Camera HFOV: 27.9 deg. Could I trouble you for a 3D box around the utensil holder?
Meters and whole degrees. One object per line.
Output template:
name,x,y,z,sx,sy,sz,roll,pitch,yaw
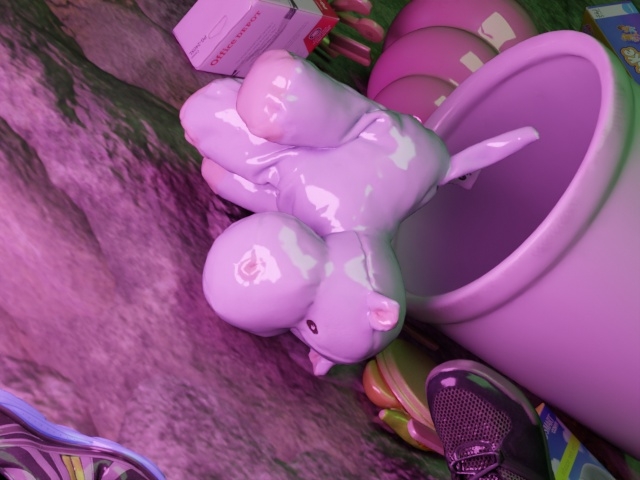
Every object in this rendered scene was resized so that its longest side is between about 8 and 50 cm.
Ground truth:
utensil holder,0.297,0.027,1.334,0.385,0.327,0.327,36,29,-24

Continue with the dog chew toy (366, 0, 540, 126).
dog chew toy,0.150,-0.177,1.554,0.207,0.206,0.332,41,38,-7

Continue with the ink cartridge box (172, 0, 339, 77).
ink cartridge box,-0.070,-0.235,1.413,0.150,0.109,0.063,1,51,-53

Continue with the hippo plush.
hippo plush,0.000,0.000,1.147,0.294,0.234,0.236,17,67,-18

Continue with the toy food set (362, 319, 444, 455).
toy food set,0.086,0.142,1.198,0.132,0.038,0.192,34,23,-34

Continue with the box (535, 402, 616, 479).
box,0.242,0.240,1.264,0.178,0.042,0.109,46,27,1

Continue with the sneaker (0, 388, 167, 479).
sneaker,-0.171,0.155,0.808,0.188,0.067,0.078,31,52,-28

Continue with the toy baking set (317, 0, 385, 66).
toy baking set,-0.024,-0.298,1.524,0.256,0.197,0.030,35,73,-13

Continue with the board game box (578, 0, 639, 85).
board game box,0.474,-0.155,1.916,0.078,0.233,0.347,-11,50,-13

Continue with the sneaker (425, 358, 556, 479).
sneaker,0.144,0.213,1.065,0.227,0.087,0.130,68,27,-18
